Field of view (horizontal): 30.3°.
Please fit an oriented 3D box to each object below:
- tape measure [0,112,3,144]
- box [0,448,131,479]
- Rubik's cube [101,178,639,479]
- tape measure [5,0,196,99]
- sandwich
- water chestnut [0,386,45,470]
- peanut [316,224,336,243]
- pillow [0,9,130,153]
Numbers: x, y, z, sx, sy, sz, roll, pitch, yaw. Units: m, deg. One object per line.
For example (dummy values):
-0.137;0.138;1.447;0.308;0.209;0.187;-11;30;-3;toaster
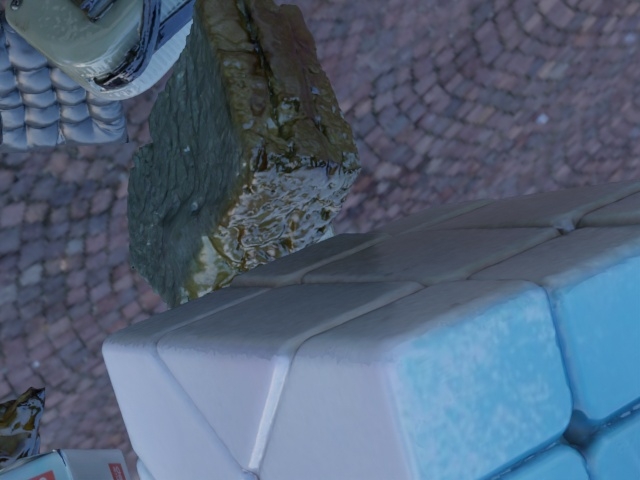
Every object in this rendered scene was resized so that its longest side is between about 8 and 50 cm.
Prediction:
-0.404;-0.118;1.157;0.181;0.107;0.182;-23;170;24;tape measure
-0.202;0.321;1.072;0.079;0.269;0.135;-24;164;10;box
0.101;0.154;0.734;0.315;0.322;0.318;-20;-172;-33;Rubik's cube
-0.234;-0.315;1.435;0.271;0.231;0.133;-51;147;-4;tape measure
-0.096;-0.057;1.204;0.131;0.262;0.325;3;137;-26;sandwich
-0.383;0.311;1.253;0.347;0.335;0.335;-59;151;6;water chestnut
0.000;0.000;1.215;0.037;0.037;0.083;-27;124;-24;peanut
-0.415;-0.240;1.797;0.228;0.101;0.326;-4;158;-7;pillow
